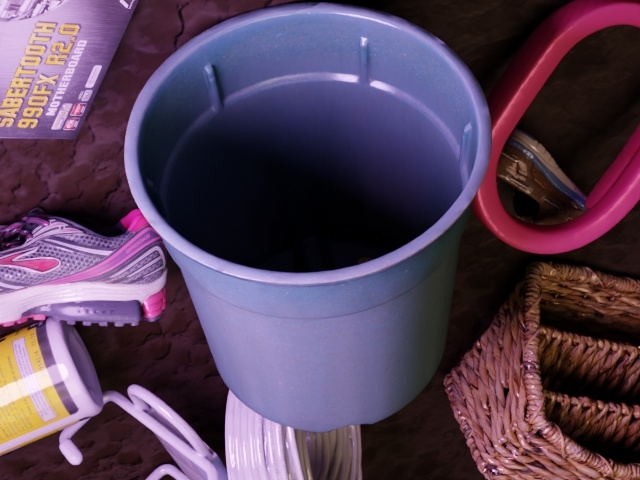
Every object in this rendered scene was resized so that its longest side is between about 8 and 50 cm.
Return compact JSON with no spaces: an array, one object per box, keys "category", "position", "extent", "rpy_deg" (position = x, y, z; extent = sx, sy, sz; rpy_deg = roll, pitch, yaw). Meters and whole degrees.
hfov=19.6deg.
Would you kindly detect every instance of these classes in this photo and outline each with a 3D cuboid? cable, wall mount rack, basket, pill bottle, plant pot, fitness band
[{"category":"cable","position":[-0.027,0.225,2.081],"extent":[0.089,0.257,0.257],"rpy_deg":[-5,146,21]},{"category":"wall mount rack","position":[-0.137,0.318,2.070],"extent":[0.130,0.304,0.350],"rpy_deg":[-46,146,-14]},{"category":"basket","position":[0.338,0.185,2.193],"extent":[0.299,0.213,0.223],"rpy_deg":[14,127,-30]},{"category":"pill bottle","position":[-0.351,0.171,1.997],"extent":[0.208,0.119,0.119],"rpy_deg":[-23,136,2]},{"category":"plant pot","position":[0.000,0.000,1.837],"extent":[0.341,0.341,0.334],"rpy_deg":[-15,143,-6]},{"category":"fitness band","position":[0.272,-0.120,1.939],"extent":[0.209,0.054,0.291],"rpy_deg":[27,102,-30]}]

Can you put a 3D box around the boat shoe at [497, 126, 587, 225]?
[{"category":"boat shoe","position":[0.244,-0.048,2.035],"extent":[0.066,0.066,0.183],"rpy_deg":[-48,123,-4]}]

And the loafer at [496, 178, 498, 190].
[{"category":"loafer","position":[0.178,-0.065,2.020],"extent":[0.039,0.045,0.125],"rpy_deg":[-29,133,-1]}]

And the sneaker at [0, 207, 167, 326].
[{"category":"sneaker","position":[-0.307,0.023,1.892],"extent":[0.299,0.121,0.112],"rpy_deg":[-1,103,-18]}]

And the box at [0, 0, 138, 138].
[{"category":"box","position":[-0.272,-0.197,1.691],"extent":[0.183,0.056,0.231],"rpy_deg":[-1,133,-39]}]
